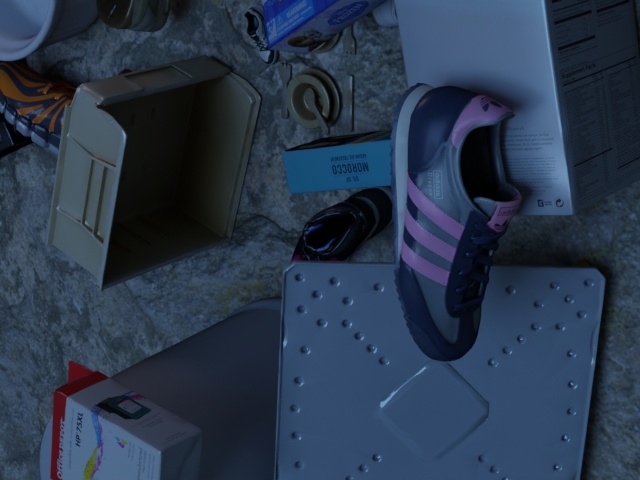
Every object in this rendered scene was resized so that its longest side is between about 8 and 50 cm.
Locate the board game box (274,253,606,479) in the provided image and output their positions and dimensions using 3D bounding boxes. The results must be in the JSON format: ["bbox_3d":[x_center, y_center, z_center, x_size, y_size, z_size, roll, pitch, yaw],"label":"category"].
[{"bbox_3d":[0.139,0.202,1.804,0.390,0.050,0.390,1,112,-4],"label":"board game box"}]

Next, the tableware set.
[{"bbox_3d":[-0.016,-0.238,1.929,0.128,0.039,0.194,14,114,35],"label":"tableware set"}]

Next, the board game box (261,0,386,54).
[{"bbox_3d":[0.027,-0.428,1.708,0.318,0.066,0.318,-27,67,50],"label":"board game box"}]

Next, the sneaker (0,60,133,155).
[{"bbox_3d":[-0.349,-0.209,2.174,0.321,0.124,0.180,38,123,9],"label":"sneaker"}]

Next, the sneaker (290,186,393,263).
[{"bbox_3d":[0.000,0.000,1.949,0.217,0.121,0.079,-41,78,41],"label":"sneaker"}]

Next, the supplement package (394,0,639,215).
[{"bbox_3d":[0.234,-0.179,1.640,0.199,0.198,0.263,1,107,40],"label":"supplement package"}]

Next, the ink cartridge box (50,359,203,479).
[{"bbox_3d":[-0.256,0.253,1.766,0.231,0.078,0.134,23,119,32],"label":"ink cartridge box"}]

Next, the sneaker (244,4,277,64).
[{"bbox_3d":[-0.085,-0.279,1.973,0.032,0.037,0.083,-8,102,39],"label":"sneaker"}]

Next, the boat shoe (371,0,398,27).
[{"bbox_3d":[0.127,-0.379,1.722,0.096,0.098,0.277,26,120,31],"label":"boat shoe"}]

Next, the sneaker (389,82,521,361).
[{"bbox_3d":[0.155,-0.008,1.563,0.131,0.112,0.319,10,116,41],"label":"sneaker"}]

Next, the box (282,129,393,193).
[{"bbox_3d":[0.076,-0.107,1.863,0.244,0.100,0.060,-3,102,40],"label":"box"}]

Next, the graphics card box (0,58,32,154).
[{"bbox_3d":[-0.598,-0.303,2.346,0.232,0.094,0.371,-17,96,41],"label":"graphics card box"}]

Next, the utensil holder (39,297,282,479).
[{"bbox_3d":[-0.145,0.286,1.997,0.327,0.385,0.328,14,113,35],"label":"utensil holder"}]

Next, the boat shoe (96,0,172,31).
[{"bbox_3d":[-0.228,-0.438,1.995,0.109,0.098,0.302,22,105,40],"label":"boat shoe"}]

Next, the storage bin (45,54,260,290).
[{"bbox_3d":[-0.230,-0.103,2.007,0.123,0.262,0.260,33,124,29],"label":"storage bin"}]

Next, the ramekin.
[{"bbox_3d":[-0.442,-0.415,2.149,0.277,0.135,0.277,15,115,35],"label":"ramekin"}]
